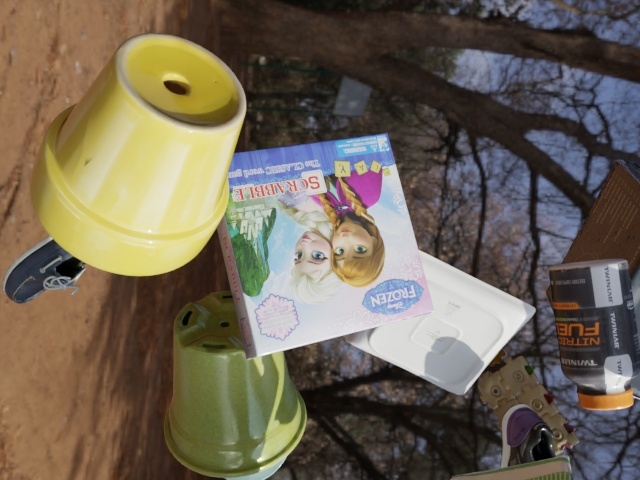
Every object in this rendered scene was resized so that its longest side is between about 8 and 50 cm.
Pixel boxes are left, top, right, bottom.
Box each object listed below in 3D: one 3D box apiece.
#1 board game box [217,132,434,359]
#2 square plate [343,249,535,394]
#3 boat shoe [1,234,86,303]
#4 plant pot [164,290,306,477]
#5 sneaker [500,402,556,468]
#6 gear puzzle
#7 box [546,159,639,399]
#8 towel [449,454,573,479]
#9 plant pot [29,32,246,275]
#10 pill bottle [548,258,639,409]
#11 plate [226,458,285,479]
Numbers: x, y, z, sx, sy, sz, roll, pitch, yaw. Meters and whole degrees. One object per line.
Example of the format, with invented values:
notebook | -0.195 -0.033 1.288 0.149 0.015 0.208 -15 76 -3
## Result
board game box | 0.000 0.000 1.150 0.066 0.318 0.318 -30 -106 66
square plate | 0.273 0.212 1.699 0.344 0.347 0.049 -61 -174 36
boat shoe | -0.423 0.037 1.168 0.079 0.254 0.095 56 15 12
plant pot | -0.165 0.243 1.311 0.276 0.276 0.254 -103 -170 -57
sneaker | 0.478 0.523 1.608 0.124 0.107 0.283 -145 -138 -65
gear puzzle | 0.490 0.383 1.771 0.175 0.044 0.339 -46 -116 36
box | 0.874 0.099 1.907 0.472 0.297 0.480 -66 177 -66
towel | 0.300 0.481 1.180 0.038 0.248 0.325 66 26 -10
plant pot | -0.217 -0.121 0.905 0.239 0.254 0.254 -51 -146 42
pill bottle | 0.469 0.158 1.203 0.130 0.130 0.246 160 -77 -80
plate | -0.146 0.375 1.382 0.024 0.188 0.188 54 31 -63
